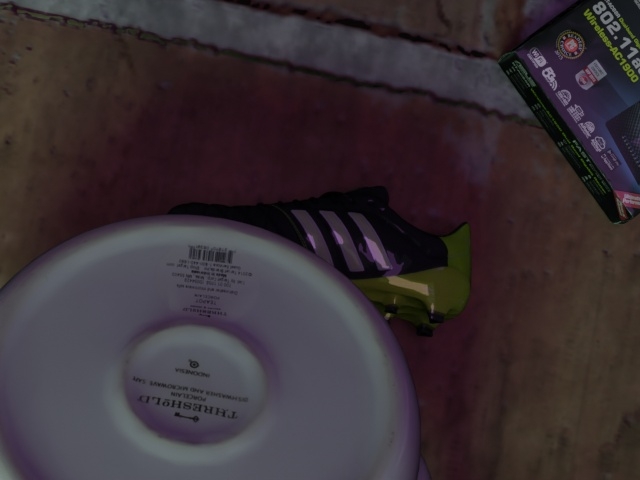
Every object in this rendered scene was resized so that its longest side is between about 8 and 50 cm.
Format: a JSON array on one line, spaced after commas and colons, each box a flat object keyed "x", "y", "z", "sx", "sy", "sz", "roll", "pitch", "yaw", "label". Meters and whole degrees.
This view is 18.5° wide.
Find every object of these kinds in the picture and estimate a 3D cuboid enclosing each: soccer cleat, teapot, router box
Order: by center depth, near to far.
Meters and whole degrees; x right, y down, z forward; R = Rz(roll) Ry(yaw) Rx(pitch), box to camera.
[{"x": -0.079, "y": 0.124, "z": 1.014, "sx": 0.252, "sy": 0.187, "sz": 0.256, "roll": -32, "pitch": 65, "yaw": -30, "label": "teapot"}, {"x": 0.000, "y": 0.000, "z": 1.101, "sx": 0.179, "sy": 0.060, "sz": 0.072, "roll": 15, "pitch": 67, "yaw": -12, "label": "soccer cleat"}, {"x": 0.177, "y": -0.084, "z": 1.146, "sx": 0.092, "sy": 0.038, "sz": 0.122, "roll": -37, "pitch": 92, "yaw": -12, "label": "router box"}]
